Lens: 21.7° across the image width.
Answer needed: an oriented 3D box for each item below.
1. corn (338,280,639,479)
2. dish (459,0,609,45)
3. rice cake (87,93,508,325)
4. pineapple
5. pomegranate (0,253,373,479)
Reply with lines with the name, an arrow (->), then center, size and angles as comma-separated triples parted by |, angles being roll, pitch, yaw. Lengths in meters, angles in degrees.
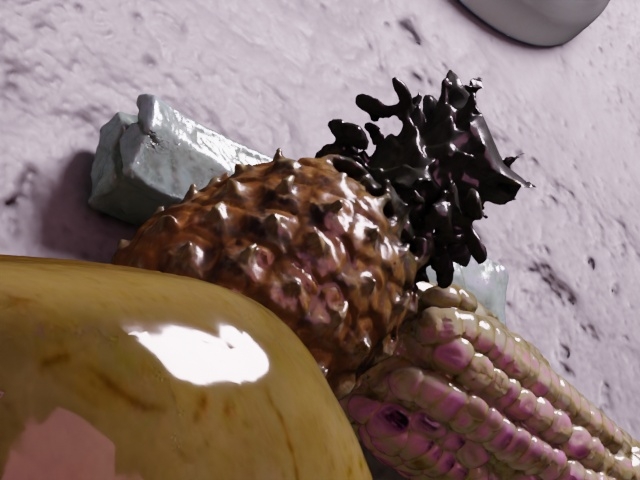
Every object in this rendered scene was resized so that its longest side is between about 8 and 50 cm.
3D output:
corn -> 0.143, 0.147, 1.095 | 0.335, 0.126, 0.127 | 38, 44, -26
dish -> 0.187, -0.313, 1.414 | 0.273, 0.134, 0.273 | 25, 52, -35
rice cake -> 0.000, 0.000, 1.082 | 0.336, 0.063, 0.066 | 24, 58, -36
pineapple -> 0.018, 0.002, 0.972 | 0.278, 0.158, 0.158 | -33, 92, -26
pomegranate -> -0.127, 0.143, 0.674 | 0.332, 0.332, 0.333 | 25, 51, -34
